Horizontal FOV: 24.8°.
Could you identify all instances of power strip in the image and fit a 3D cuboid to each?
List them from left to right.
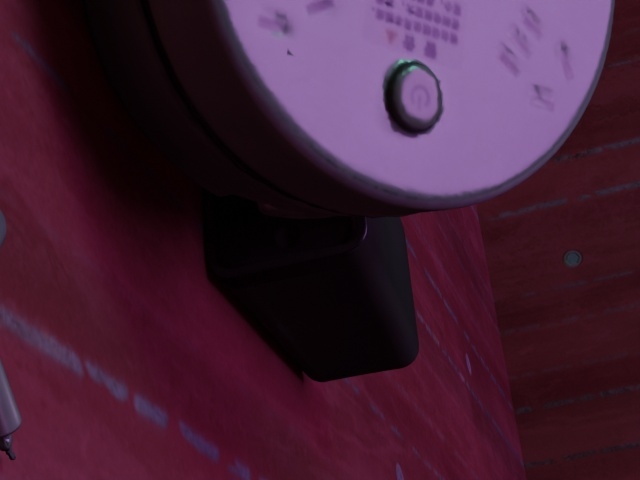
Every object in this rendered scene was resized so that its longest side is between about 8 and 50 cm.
[{"bbox_3d":[0.026,-0.193,0.944,0.357,0.161,0.358,1,88,-34],"label":"power strip"}]

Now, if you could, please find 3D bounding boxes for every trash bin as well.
[{"bbox_3d":[0.000,0.000,1.168,0.240,0.122,0.164,61,20,-58],"label":"trash bin"}]

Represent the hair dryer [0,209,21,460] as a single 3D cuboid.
[{"bbox_3d":[-0.150,0.044,0.642,0.063,0.037,0.124,-81,160,-61],"label":"hair dryer"}]
